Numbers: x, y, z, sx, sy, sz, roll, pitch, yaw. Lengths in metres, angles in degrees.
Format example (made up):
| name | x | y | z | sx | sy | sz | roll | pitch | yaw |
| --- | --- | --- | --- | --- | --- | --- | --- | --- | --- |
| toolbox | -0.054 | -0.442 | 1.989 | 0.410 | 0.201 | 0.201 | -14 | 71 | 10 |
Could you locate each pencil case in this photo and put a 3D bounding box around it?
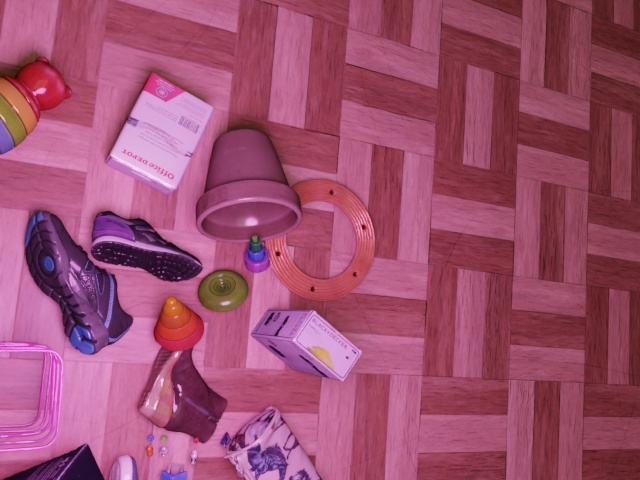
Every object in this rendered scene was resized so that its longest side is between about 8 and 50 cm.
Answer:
| name | x | y | z | sx | sy | sz | roll | pitch | yaw |
| --- | --- | --- | --- | --- | --- | --- | --- | --- | --- |
| pencil case | -0.083 | 0.631 | 1.605 | 0.183 | 0.160 | 0.410 | -36 | 101 | -37 |

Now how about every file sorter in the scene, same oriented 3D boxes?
| name | x | y | z | sx | sy | sz | roll | pitch | yaw |
| --- | --- | --- | --- | --- | --- | --- | --- | --- | --- |
| file sorter | -0.634 | 0.306 | 1.299 | 0.182 | 0.290 | 0.202 | 7 | 82 | -29 |

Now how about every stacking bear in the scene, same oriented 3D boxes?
| name | x | y | z | sx | sy | sz | roll | pitch | yaw |
| --- | --- | --- | --- | --- | --- | --- | --- | --- | --- |
| stacking bear | -0.688 | -0.287 | 1.407 | 0.175 | 0.164 | 0.289 | 51 | 62 | -13 |

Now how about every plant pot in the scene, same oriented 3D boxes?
| name | x | y | z | sx | sy | sz | roll | pitch | yaw |
| --- | --- | --- | --- | --- | --- | --- | --- | --- | --- |
| plant pot | -0.188 | -0.144 | 1.603 | 0.263 | 0.263 | 0.229 | 1 | 67 | -26 |

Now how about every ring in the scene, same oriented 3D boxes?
| name | x | y | z | sx | sy | sz | roll | pitch | yaw |
| --- | --- | --- | --- | --- | --- | --- | --- | --- | --- |
| ring | 0.000 | 0.000 | 1.781 | 0.336 | 0.032 | 0.337 | 3 | 84 | -27 |

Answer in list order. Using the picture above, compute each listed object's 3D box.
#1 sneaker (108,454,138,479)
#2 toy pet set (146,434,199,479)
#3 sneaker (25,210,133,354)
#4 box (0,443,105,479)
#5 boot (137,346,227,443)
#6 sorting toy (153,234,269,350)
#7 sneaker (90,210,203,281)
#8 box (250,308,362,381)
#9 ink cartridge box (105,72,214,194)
| name | x | y | z | sx | sy | sz | roll | pitch | yaw |
| --- | --- | --- | --- | --- | --- | --- | --- | --- | --- |
| sneaker | -0.395 | 0.653 | 1.476 | 0.148 | 0.131 | 0.350 | -6 | 96 | -27 |
| toy pet set | -0.353 | 0.529 | 1.521 | 0.122 | 0.065 | 0.114 | 4 | 101 | -6 |
| sneaker | -0.555 | 0.088 | 1.472 | 0.139 | 0.125 | 0.341 | -27 | 94 | -54 |
| box | -0.569 | 0.649 | 1.296 | 0.312 | 0.179 | 0.343 | -23 | 95 | 0 |
| boot | -0.313 | 0.351 | 1.580 | 0.207 | 0.090 | 0.248 | 36 | 69 | -32 |
| sorting toy | -0.260 | 0.104 | 1.560 | 0.127 | 0.126 | 0.365 | 31 | 55 | 26 |
| sneaker | -0.405 | 0.004 | 1.541 | 0.283 | 0.107 | 0.124 | 24 | 42 | -39 |
| box | -0.044 | 0.252 | 1.590 | 0.169 | 0.290 | 0.087 | 43 | 69 | -17 |
| ink cartridge box | -0.393 | -0.256 | 1.573 | 0.172 | 0.100 | 0.237 | 28 | 73 | -21 |
